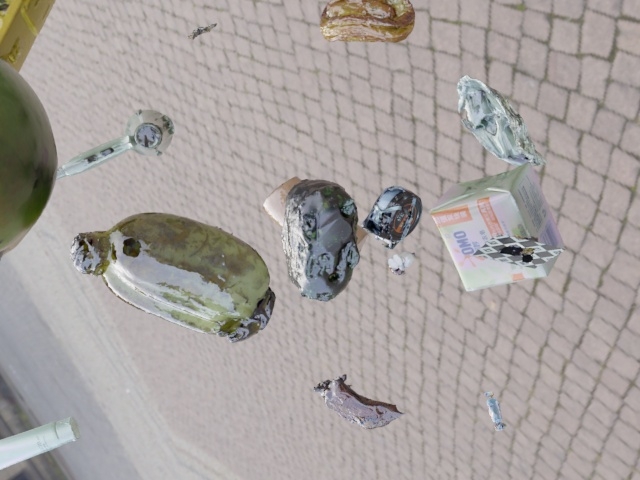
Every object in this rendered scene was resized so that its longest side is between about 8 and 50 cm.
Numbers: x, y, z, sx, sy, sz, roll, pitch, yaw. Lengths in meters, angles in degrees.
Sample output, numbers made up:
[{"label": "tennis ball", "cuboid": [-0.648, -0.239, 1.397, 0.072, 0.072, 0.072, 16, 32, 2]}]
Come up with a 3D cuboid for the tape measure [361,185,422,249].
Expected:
[{"label": "tape measure", "cuboid": [0.116, -0.037, 1.161, 0.054, 0.094, 0.091, 34, 178, 37]}]

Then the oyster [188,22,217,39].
[{"label": "oyster", "cuboid": [-0.296, -0.518, 1.846, 0.054, 0.083, 0.019, -10, 108, 55]}]

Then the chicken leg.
[{"label": "chicken leg", "cuboid": [0.090, 0.408, 1.855, 0.233, 0.063, 0.105, 29, 120, 15]}]

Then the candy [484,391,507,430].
[{"label": "candy", "cuboid": [0.371, 0.361, 1.575, 0.020, 0.030, 0.083, 68, -171, -72]}]

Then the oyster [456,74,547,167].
[{"label": "oyster", "cuboid": [0.416, -0.270, 1.714, 0.252, 0.087, 0.199, 31, 151, 19]}]

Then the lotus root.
[{"label": "lotus root", "cuboid": [-0.217, 0.044, 1.122, 0.309, 0.173, 0.173, 24, 162, -20]}]

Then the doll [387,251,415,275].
[{"label": "doll", "cuboid": [0.151, 0.046, 1.445, 0.058, 0.085, 0.040, -44, 78, 30]}]

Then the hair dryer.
[{"label": "hair dryer", "cuboid": [-0.337, -0.161, 1.260, 0.219, 0.224, 0.088, 0, 117, 60]}]

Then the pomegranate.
[{"label": "pomegranate", "cuboid": [-0.412, -0.136, 0.770, 0.359, 0.216, 0.310, 63, 175, -3]}]

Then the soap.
[{"label": "soap", "cuboid": [0.341, -0.022, 1.436, 0.182, 0.138, 0.199, -14, 112, 39]}]

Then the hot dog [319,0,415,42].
[{"label": "hot dog", "cuboid": [0.070, -0.339, 1.129, 0.147, 0.099, 0.065, 6, 152, 16]}]

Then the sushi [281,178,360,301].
[{"label": "sushi", "cuboid": [0.000, 0.000, 1.387, 0.127, 0.124, 0.225, -138, 46, -61]}]

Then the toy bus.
[{"label": "toy bus", "cuboid": [-0.476, -0.351, 1.103, 0.123, 0.336, 0.121, 21, 168, -2]}]

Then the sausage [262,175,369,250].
[{"label": "sausage", "cuboid": [-0.017, -0.043, 1.698, 0.253, 0.123, 0.123, 39, 150, 13]}]

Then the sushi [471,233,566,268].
[{"label": "sushi", "cuboid": [0.341, 0.009, 1.288, 0.126, 0.026, 0.120, 12, 160, -8]}]

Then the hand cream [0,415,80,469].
[{"label": "hand cream", "cuboid": [-0.589, 0.409, 1.490, 0.050, 0.204, 0.078, -116, 8, -56]}]
